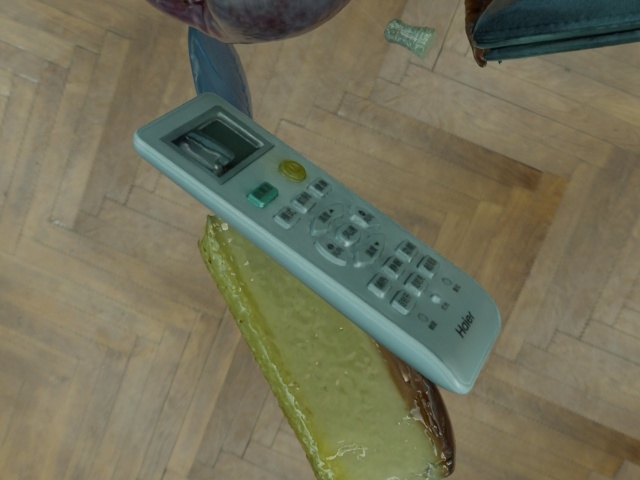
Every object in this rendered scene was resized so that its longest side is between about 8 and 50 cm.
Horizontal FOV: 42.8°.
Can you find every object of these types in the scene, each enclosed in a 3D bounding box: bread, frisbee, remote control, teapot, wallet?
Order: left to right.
[{"bbox_3d":[-0.159,-0.274,1.445,0.049,0.289,0.289,-12,99,11],"label":"frisbee"},{"bbox_3d":[0.000,-0.001,0.598,0.293,0.103,0.051,38,128,5],"label":"remote control"},{"bbox_3d":[0.011,0.108,0.890,0.143,0.323,0.333,-29,87,-1],"label":"bread"},{"bbox_3d":[0.156,-0.354,1.418,0.083,0.067,0.057,25,105,12],"label":"teapot"},{"bbox_3d":[0.276,-0.237,0.587,0.290,0.251,0.054,-46,114,-22],"label":"wallet"}]

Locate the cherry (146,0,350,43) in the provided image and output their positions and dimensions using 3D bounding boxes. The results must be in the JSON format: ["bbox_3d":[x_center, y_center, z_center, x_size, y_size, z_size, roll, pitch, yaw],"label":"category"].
[{"bbox_3d":[-0.055,-0.251,0.625,0.213,0.266,0.183,30,149,31],"label":"cherry"}]

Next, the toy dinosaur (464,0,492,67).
[{"bbox_3d":[0.211,-0.379,0.985,0.208,0.432,0.097,-13,138,-6],"label":"toy dinosaur"}]
